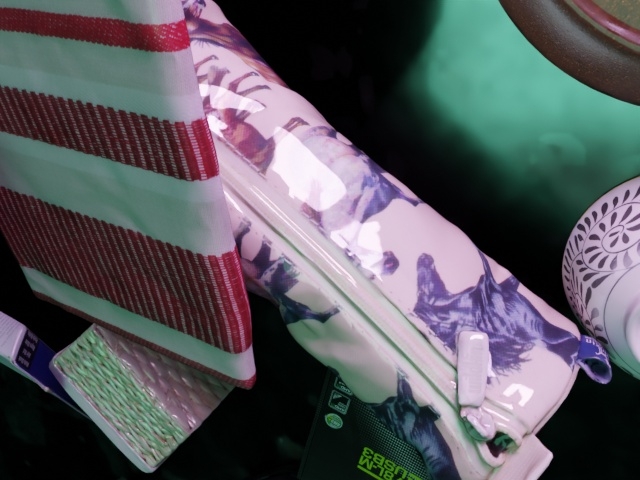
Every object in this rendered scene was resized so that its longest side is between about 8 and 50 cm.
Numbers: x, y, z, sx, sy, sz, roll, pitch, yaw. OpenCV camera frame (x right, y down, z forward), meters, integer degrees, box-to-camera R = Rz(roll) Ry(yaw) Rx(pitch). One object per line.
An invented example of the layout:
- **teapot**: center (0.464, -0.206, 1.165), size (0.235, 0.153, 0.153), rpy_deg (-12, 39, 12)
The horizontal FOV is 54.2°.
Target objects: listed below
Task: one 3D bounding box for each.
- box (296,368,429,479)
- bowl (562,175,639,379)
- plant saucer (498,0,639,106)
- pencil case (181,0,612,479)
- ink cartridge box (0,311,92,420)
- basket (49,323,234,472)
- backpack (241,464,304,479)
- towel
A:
- **box**: center (0.081, 0.214, 0.615), size (0.190, 0.045, 0.184), rpy_deg (26, 123, 16)
- **bowl**: center (0.242, 0.044, 0.409), size (0.170, 0.080, 0.170), rpy_deg (14, 121, 24)
- **plant saucer**: center (0.219, -0.208, 0.307), size (0.310, 0.050, 0.311), rpy_deg (13, 120, 24)
- **pencil case**: center (0.000, 0.000, 0.458), size (0.410, 0.183, 0.160), rpy_deg (42, 87, 4)
- **ink cartridge box**: center (-0.370, 0.133, 0.761), size (0.224, 0.045, 0.223), rpy_deg (28, 156, 9)
- **basket**: center (-0.189, 0.148, 0.691), size (0.167, 0.113, 0.103), rpy_deg (49, 124, -2)
- **backpack**: center (-0.049, 0.314, 0.711), size (0.120, 0.098, 0.101), rpy_deg (-31, 96, 28)
- **towel**: center (-0.152, -0.065, 0.387), size (0.237, 0.037, 0.329), rpy_deg (17, 132, 29)
